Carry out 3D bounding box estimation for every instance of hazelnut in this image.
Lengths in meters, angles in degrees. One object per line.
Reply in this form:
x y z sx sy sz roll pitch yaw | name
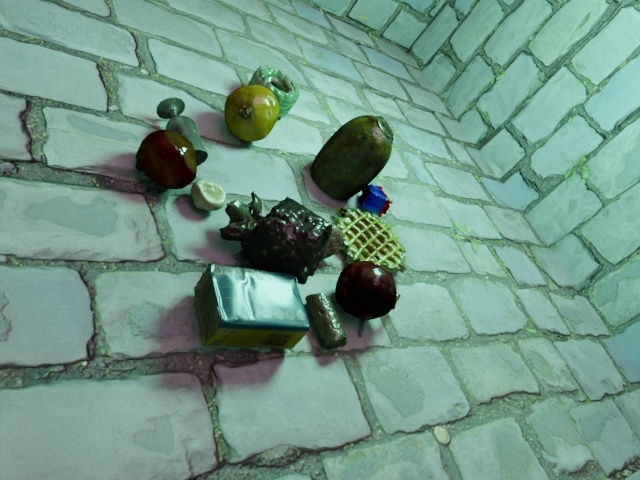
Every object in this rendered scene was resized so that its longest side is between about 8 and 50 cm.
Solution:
-0.456 -0.246 1.527 0.170 0.160 0.201 12 18 -28 | hazelnut

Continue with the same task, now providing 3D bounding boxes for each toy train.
0.219 -0.174 2.081 0.131 0.082 0.204 25 18 -15 | toy train

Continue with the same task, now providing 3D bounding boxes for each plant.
-0.140 -0.017 1.518 0.313 0.213 0.215 20 29 9 | plant

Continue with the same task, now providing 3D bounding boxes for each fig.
0.171 0.182 1.629 0.249 0.204 0.186 43 70 -22 | fig

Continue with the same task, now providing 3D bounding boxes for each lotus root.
0.137 -0.337 2.019 0.251 0.346 0.250 33 34 -26 | lotus root

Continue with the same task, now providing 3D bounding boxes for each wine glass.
-0.454 -0.354 1.680 0.103 0.103 0.230 -5 59 -45 | wine glass

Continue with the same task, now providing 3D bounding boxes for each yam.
0.017 0.236 1.513 0.078 0.078 0.179 4 49 -40 | yam

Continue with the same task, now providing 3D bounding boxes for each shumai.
0.000 -0.004 1.734 0.146 0.145 0.116 20 3 -27 | shumai

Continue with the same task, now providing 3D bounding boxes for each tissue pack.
-0.181 0.180 1.337 0.271 0.134 0.192 11 46 -35 | tissue pack

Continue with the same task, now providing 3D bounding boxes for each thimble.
-0.209 -0.626 2.156 0.219 0.150 0.218 25 39 -22 | thimble

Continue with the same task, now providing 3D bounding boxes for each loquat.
-0.258 -0.472 1.881 0.213 0.213 0.246 37 13 -6 | loquat

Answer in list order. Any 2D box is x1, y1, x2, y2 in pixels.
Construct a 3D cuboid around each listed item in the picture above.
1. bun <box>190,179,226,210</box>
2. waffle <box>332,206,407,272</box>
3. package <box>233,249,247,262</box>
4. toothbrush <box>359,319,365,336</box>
-0.348 -0.132 1.570 0.115 0.069 0.115 24 41 -22 | bun
0.183 0.003 1.921 0.317 0.073 0.297 15 44 -29 | waffle
-0.227 0.032 1.554 0.037 0.015 0.110 39 34 -2 | package
0.149 0.248 1.674 0.013 0.019 0.193 36 37 -9 | toothbrush
